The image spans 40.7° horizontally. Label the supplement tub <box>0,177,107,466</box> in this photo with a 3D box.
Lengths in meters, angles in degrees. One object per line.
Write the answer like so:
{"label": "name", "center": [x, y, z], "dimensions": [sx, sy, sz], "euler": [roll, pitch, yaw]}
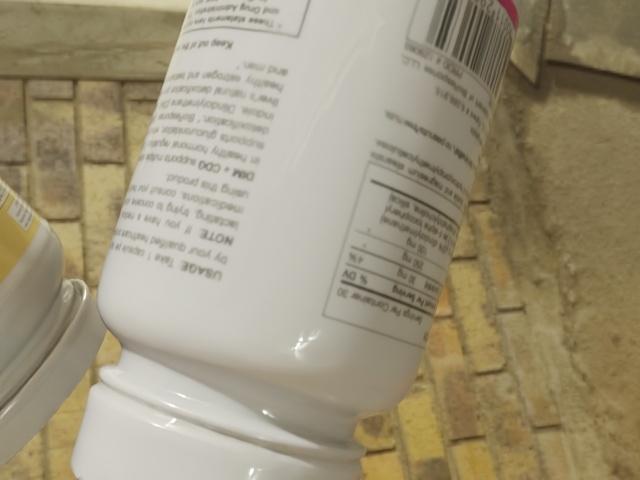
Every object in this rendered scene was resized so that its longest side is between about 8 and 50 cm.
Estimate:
{"label": "supplement tub", "center": [-0.347, 0.014, 0.640], "dimensions": [0.331, 0.241, 0.241], "euler": [49, 172, -23]}

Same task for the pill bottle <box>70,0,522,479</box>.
{"label": "pill bottle", "center": [-0.014, -0.010, 0.426], "dimensions": [0.160, 0.160, 0.283], "euler": [0, 72, 69]}
